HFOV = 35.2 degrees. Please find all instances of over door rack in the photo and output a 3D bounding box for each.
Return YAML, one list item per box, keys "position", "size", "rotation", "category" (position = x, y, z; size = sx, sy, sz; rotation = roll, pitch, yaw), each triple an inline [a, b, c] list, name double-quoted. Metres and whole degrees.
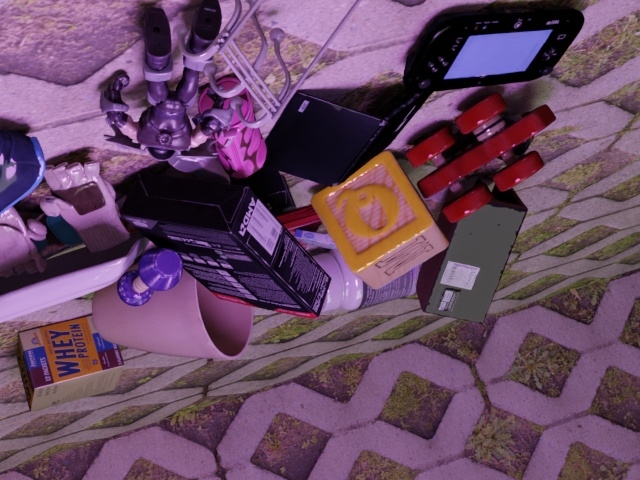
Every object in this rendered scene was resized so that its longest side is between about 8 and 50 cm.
- position: [-0.026, -0.310, 1.265]
  size: [0.324, 0.108, 0.239]
  rotation: [-43, 160, 0]
  category: "over door rack"

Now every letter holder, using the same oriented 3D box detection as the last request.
- position: [0.332, 0.001, 2.337]
  size: [0.152, 0.214, 0.301]
  rotation: [12, 115, -12]
  category: "letter holder"

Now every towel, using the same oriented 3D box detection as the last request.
- position: [-0.104, 0.005, 2.204]
  size: [0.199, 0.031, 0.275]
  rotation: [-16, 163, -21]
  category: "towel"

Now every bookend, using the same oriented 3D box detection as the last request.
- position: [-0.130, -0.091, 1.838]
  size: [0.157, 0.072, 0.156]
  rotation: [-19, 161, -7]
  category: "bookend"

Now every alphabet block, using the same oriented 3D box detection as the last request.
- position: [0.123, -0.036, 2.050]
  size: [0.193, 0.192, 0.197]
  rotation: [-34, 161, 6]
  category: "alphabet block"

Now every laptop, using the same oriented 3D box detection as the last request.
- position: [0.048, -0.212, 1.785]
  size: [0.264, 0.136, 0.234]
  rotation: [-40, 175, -34]
  category: "laptop"

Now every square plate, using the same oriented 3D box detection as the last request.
- position: [-0.460, 0.070, 1.727]
  size: [0.347, 0.049, 0.344]
  rotation: [-18, -171, 2]
  category: "square plate"

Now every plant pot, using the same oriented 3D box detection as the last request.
- position: [-0.312, 0.127, 2.048]
  size: [0.274, 0.256, 0.256]
  rotation: [-9, 166, 20]
  category: "plant pot"

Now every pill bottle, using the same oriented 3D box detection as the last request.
- position: [0.111, 0.076, 2.426]
  size: [0.283, 0.161, 0.161]
  rotation: [-12, 160, -25]
  category: "pill bottle"

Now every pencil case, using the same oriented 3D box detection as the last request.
- position: [-0.135, -0.167, 1.580]
  size: [0.095, 0.098, 0.209]
  rotation: [-21, 162, 0]
  category: "pencil case"

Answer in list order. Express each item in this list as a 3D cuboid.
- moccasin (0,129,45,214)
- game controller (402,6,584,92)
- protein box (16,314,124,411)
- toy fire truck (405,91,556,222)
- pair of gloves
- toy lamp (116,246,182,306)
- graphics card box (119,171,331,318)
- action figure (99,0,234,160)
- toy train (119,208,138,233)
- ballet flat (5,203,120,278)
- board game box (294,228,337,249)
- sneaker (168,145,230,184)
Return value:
- position: [-0.550, -0.056, 1.447]
  size: [0.342, 0.137, 0.117]
  rotation: [-41, 152, 15]
  category: "moccasin"
- position: [0.287, -0.316, 1.662]
  size: [0.319, 0.067, 0.166]
  rotation: [-11, 159, -29]
  category: "game controller"
- position: [-0.573, 0.277, 2.298]
  size: [0.201, 0.135, 0.200]
  rotation: [-13, 161, -23]
  category: "protein box"
- position: [0.329, -0.183, 1.985]
  size: [0.302, 0.169, 0.254]
  rotation: [-33, -178, 34]
  category: "toy fire truck"
- position: [-0.438, -0.030, 1.599]
  size: [0.240, 0.042, 0.204]
  rotation: [-16, 135, -7]
  category: "pair of gloves"
- position: [-0.302, 0.062, 1.796]
  size: [0.080, 0.080, 0.275]
  rotation: [-12, 175, -25]
  category: "toy lamp"
- position: [-0.156, 0.015, 1.774]
  size: [0.233, 0.094, 0.371]
  rotation: [9, 160, 29]
  category: "graphics card box"
- position: [-0.203, -0.200, 1.385]
  size: [0.185, 0.099, 0.285]
  rotation: [-2, 150, -19]
  category: "action figure"
- position: [-0.341, -0.045, 1.784]
  size: [0.166, 0.046, 0.125]
  rotation: [-27, 161, 19]
  category: "toy train"
- position: [-0.451, -0.020, 1.694]
  size: [0.241, 0.077, 0.091]
  rotation: [-24, 118, -1]
  category: "ballet flat"
- position: [0.000, 0.000, 2.153]
  size: [0.090, 0.020, 0.090]
  rotation: [11, 173, 16]
  category: "board game box"
- position: [-0.206, -0.140, 1.661]
  size: [0.054, 0.061, 0.152]
  rotation: [-21, 144, 24]
  category: "sneaker"
